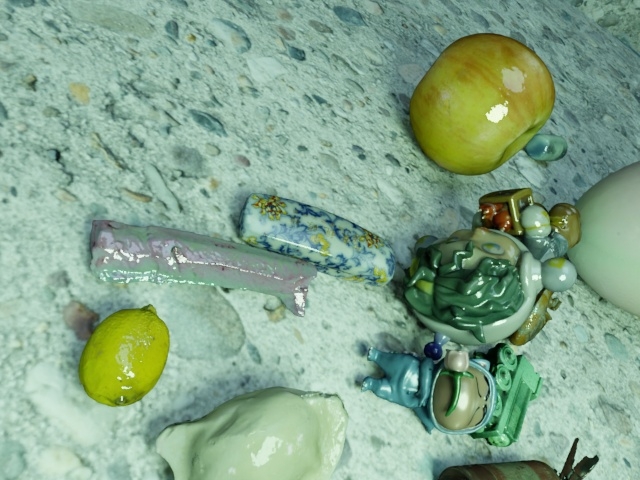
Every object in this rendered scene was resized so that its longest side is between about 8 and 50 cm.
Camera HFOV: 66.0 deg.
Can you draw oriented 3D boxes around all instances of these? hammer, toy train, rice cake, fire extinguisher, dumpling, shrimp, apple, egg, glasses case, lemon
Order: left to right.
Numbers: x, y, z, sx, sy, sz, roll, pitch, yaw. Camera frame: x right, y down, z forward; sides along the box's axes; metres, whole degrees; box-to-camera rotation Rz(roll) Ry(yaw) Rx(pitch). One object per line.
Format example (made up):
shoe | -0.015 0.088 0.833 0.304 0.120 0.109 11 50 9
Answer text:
lemon | -0.197 0.115 0.506 0.082 0.082 0.110 25 49 -17
rice cake | -0.138 0.035 0.620 0.290 0.051 0.081 15 52 -25
dumpling | -0.063 0.222 0.505 0.199 0.118 0.136 -3 90 -11
glasses case | 0.000 0.000 0.725 0.248 0.065 0.086 18 49 -21
apple | 0.315 -0.269 0.986 0.286 0.286 0.233 -27 70 -42
toy train | 0.271 0.233 0.743 0.111 0.071 0.170 49 46 -5
fire extinguisher | 0.282 0.326 0.658 0.252 0.106 0.075 10 35 -27
hammer | 0.564 -0.291 1.303 0.116 0.069 0.193 -5 58 -34
shrimp | 0.384 0.120 0.856 0.052 0.132 0.187 40 30 21
egg | 0.679 -0.009 1.005 0.340 0.354 0.354 7 54 -7

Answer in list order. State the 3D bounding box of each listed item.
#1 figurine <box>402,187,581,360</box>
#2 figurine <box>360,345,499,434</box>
figurine | 0.281 0.031 0.782 0.382 0.261 0.186 -30 101 -33
figurine | 0.144 0.191 0.638 0.178 0.144 0.114 13 72 7
